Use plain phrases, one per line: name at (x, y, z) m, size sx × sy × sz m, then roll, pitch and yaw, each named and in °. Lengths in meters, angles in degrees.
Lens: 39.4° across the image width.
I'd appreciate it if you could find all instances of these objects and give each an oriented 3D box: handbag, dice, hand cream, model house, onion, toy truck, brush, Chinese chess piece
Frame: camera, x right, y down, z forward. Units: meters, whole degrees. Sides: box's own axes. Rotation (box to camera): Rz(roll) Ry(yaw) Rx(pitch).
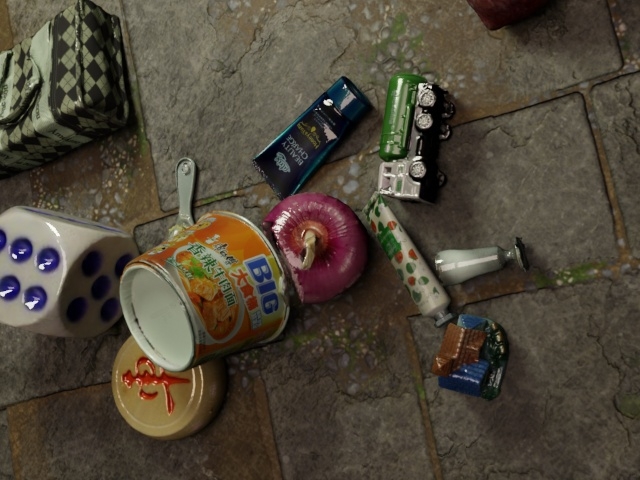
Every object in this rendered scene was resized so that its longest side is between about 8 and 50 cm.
handbag at (-0.643, -0.345, 2.017) m, size 0.416 × 0.180 × 0.316 m, roll -19°, pitch 70°, yaw 27°
dice at (-0.558, 0.066, 1.895) m, size 0.259 × 0.251 × 0.243 m, roll 19°, pitch 93°, yaw 24°
hand cream at (0.162, 0.037, 1.675) m, size 0.059 × 0.095 × 0.276 m, roll -24°, pitch 73°, yaw -25°
model house at (0.258, 0.209, 1.577) m, size 0.119 × 0.149 × 0.148 m, roll 17°, pitch 95°, yaw 23°
hand cream at (-0.018, -0.203, 1.786) m, size 0.270 × 0.061 × 0.120 m, roll -45°, pitch 76°, yaw 23°
onion at (0.000, 0.006, 1.697) m, size 0.200 × 0.201 × 0.207 m, roll -53°, pitch 48°, yaw 12°
toy truck at (0.171, -0.191, 1.672) m, size 0.125 × 0.101 × 0.242 m, roll 5°, pitch 86°, yaw 29°
brush at (-0.297, -0.031, 1.889) m, size 0.068 × 0.060 × 0.296 m, roll -3°, pitch 86°, yaw 26°
Chinese chess piece at (-0.316, 0.289, 1.855) m, size 0.251 × 0.097 × 0.250 m, roll -1°, pitch 86°, yaw 23°

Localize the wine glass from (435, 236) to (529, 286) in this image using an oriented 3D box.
wine glass at (0.291, 0.039, 1.616) m, size 0.155 × 0.072 × 0.072 m, roll -13°, pitch 81°, yaw 22°

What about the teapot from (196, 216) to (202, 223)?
teapot at (-0.220, -0.012, 1.858) m, size 0.057 × 0.066 × 0.088 m, roll -16°, pitch 102°, yaw 5°

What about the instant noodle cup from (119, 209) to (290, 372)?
instant noodle cup at (-0.233, 0.108, 1.705) m, size 0.296 × 0.214 × 0.296 m, roll 24°, pitch 127°, yaw 37°

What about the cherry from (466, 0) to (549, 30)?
cherry at (0.341, -0.517, 1.566) m, size 0.230 × 0.203 × 0.300 m, roll 20°, pitch 109°, yaw 22°
